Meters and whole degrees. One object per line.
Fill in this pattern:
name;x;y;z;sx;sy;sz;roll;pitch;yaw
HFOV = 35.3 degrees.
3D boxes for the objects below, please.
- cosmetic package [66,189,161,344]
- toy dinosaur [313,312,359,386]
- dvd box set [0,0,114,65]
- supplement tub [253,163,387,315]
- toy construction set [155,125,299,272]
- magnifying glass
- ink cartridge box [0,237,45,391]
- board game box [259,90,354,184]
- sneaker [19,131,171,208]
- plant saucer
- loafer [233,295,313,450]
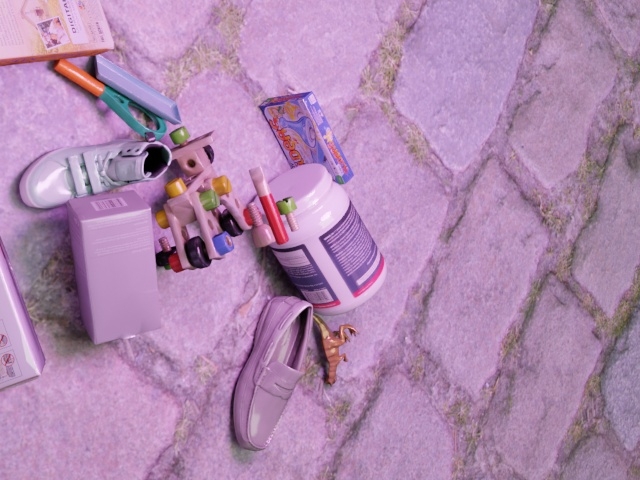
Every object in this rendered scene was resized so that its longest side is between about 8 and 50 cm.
cosmetic package;-0.353;0.046;1.724;0.127;0.107;0.237;-11;119;-25
toy dinosaur;0.021;0.213;2.153;0.112;0.064;0.211;-30;110;-37
dvd box set;-0.503;-0.418;1.535;0.420;0.062;0.307;-32;105;-62
supplement tub;0.000;0.000;2.043;0.191;0.191;0.272;-48;121;-31
toy construction set;-0.198;-0.091;1.805;0.257;0.309;0.237;-33;108;-46
magnifying glass;-0.371;-0.253;1.790;0.231;0.026;0.092;34;26;-31
ink cartridge box;-0.529;0.074;1.522;0.130;0.272;0.309;-20;92;-13
board game box;-0.028;-0.204;2.053;0.035;0.136;0.201;-45;118;-34
sneaker;-0.379;-0.123;1.721;0.256;0.151;0.094;-27;110;-38
plant saucer;-0.334;-0.272;1.829;0.192;0.018;0.067;31;26;-39
loafer;-0.091;0.266;2.017;0.112;0.111;0.319;22;76;-41
